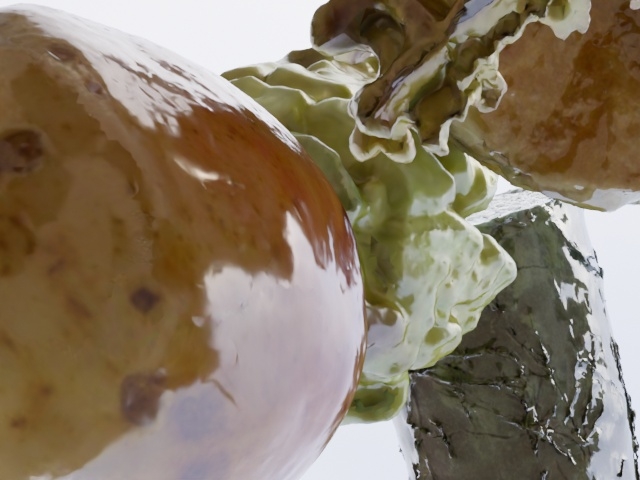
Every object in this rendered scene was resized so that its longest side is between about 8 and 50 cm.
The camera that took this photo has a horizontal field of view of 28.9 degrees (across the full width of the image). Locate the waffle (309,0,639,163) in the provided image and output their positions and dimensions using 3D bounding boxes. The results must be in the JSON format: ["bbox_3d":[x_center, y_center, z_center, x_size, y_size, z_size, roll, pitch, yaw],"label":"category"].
[{"bbox_3d":[0.137,-0.139,0.468,0.293,0.069,0.259,8,-99,25],"label":"waffle"}]

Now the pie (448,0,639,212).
[{"bbox_3d":[0.197,-0.175,0.778,0.339,0.083,0.339,0,-78,-2],"label":"pie"}]

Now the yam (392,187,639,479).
[{"bbox_3d":[0.151,0.119,1.084,0.241,0.241,0.348,-16,-96,20],"label":"yam"}]

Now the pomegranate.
[{"bbox_3d":[-0.091,0.016,0.427,0.215,0.215,0.215,-9,-112,23],"label":"pomegranate"}]

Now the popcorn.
[{"bbox_3d":[-0.003,0.003,0.872,0.293,0.237,0.293,2,-71,7],"label":"popcorn"}]
